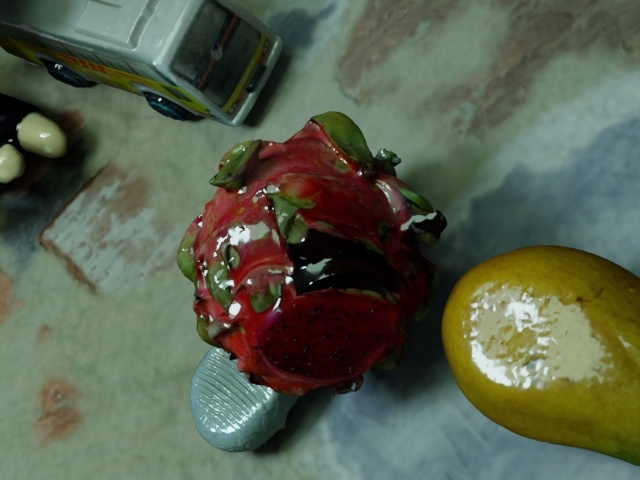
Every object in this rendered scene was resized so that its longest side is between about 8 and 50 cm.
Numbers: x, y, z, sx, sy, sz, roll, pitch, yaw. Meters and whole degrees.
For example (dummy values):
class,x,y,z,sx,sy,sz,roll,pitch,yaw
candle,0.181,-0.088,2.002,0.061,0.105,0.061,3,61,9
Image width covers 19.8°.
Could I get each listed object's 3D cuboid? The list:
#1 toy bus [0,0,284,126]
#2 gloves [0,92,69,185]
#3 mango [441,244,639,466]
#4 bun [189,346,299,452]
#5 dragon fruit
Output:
class,x,y,z,sx,sy,sz,roll,pitch,yaw
toy bus,-0.155,-0.161,1.354,0.268,0.106,0.092,21,79,40
gloves,-0.336,-0.081,1.402,0.301,0.152,0.197,8,102,25
mango,0.144,0.060,1.036,0.165,0.089,0.115,10,72,35
bun,-0.046,0.097,1.174,0.083,0.045,0.083,-16,59,29
dragon fruit,0.000,0.000,1.122,0.166,0.160,0.172,-22,44,12
